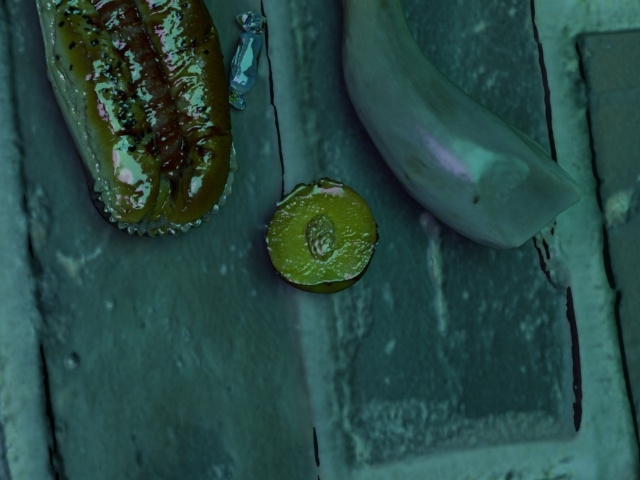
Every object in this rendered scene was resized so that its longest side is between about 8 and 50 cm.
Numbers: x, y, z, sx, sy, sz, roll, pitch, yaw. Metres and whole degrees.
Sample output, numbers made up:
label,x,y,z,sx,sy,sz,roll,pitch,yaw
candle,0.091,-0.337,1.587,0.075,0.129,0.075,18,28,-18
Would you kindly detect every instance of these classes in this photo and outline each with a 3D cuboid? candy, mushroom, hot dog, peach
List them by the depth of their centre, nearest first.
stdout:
label,x,y,z,sx,sy,sz,roll,pitch,yaw
hot dog,-0.145,-0.133,1.511,0.144,0.075,0.268,-16,86,-20
peach,0.000,0.001,1.548,0.098,0.061,0.098,0,67,0
candy,-0.064,-0.150,1.568,0.030,0.020,0.083,18,79,-15
mushroom,0.091,-0.108,1.575,0.118,0.103,0.270,-39,90,-19
